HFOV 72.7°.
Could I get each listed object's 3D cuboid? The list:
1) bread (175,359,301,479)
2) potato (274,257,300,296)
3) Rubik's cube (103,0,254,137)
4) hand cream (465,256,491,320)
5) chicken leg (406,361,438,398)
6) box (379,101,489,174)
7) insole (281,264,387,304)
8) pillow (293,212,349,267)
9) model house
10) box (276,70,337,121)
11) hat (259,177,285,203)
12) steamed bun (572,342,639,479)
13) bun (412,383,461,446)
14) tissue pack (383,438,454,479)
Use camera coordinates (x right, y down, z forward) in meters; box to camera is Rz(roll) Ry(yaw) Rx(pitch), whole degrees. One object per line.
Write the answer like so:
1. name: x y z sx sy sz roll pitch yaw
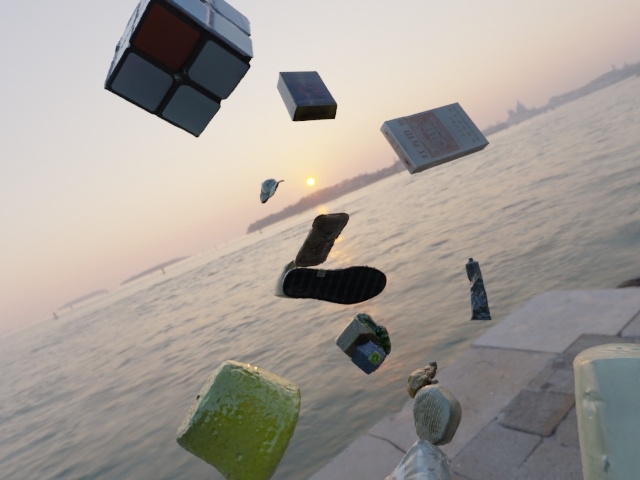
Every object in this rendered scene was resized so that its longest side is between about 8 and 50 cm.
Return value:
1. bread: -0.249 0.551 1.335 0.348 0.307 0.348 -61 6 11
2. potato: -0.119 0.122 1.474 0.081 0.149 0.120 24 -20 -34
3. Rubik's cube: -0.229 -0.314 0.720 0.167 0.183 0.180 25 -51 -35
4. hand cream: 0.601 0.189 1.685 0.052 0.248 0.075 -5 -3 -41
5. chicken leg: 0.382 0.496 1.555 0.101 0.085 0.207 16 20 31
6. box: 0.401 -0.361 1.510 0.365 0.205 0.051 -22 -18 -28
7. insole: 0.042 0.105 1.046 0.309 0.110 0.012 9 15 -36
8. pillow: 0.002 0.000 1.309 0.135 0.034 0.211 -7 -44 -39
9. model house: 0.180 0.408 1.703 0.195 0.214 0.189 -46 -8 0
10. box: -0.051 -0.517 1.550 0.159 0.240 0.071 -6 -41 -19
11. hat: -0.239 -0.244 2.054 0.122 0.081 0.166 -58 21 -21
12. steamed bun: 0.696 0.405 0.892 0.289 0.371 0.456 -7 -21 30
13. bun: 0.359 0.528 1.310 0.113 0.173 0.167 9 30 -29
14. tissue pack: 0.230 0.767 1.129 0.390 0.195 0.376 -77 10 -65
